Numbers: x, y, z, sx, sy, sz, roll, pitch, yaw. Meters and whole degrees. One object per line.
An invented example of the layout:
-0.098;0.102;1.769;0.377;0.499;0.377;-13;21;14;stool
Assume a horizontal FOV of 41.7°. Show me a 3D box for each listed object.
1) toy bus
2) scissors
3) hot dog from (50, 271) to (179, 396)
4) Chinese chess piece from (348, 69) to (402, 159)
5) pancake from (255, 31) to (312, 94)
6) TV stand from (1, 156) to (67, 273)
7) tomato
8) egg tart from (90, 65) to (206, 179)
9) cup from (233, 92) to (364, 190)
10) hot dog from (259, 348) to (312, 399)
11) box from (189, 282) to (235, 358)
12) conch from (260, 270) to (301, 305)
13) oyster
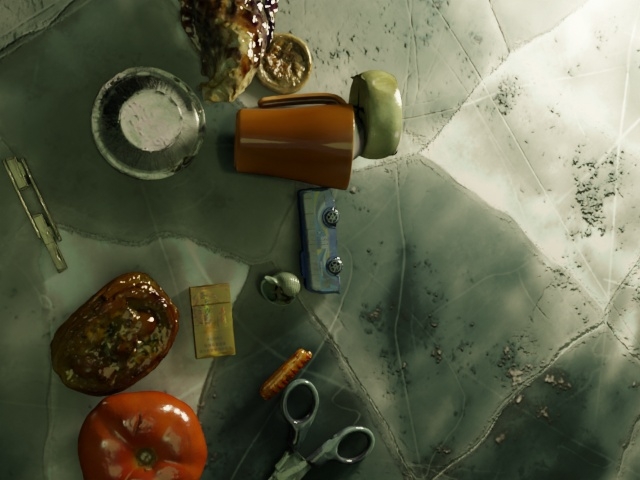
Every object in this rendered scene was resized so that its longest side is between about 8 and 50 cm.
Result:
-0.002;0.000;1.829;0.094;0.079;0.236;-4;95;0;toy bus
-0.069;0.520;1.864;0.256;0.029;0.383;39;81;-15;scissors
-0.418;0.194;1.698;0.272;0.122;0.196;-41;110;-11;hot dog
0.113;-0.265;1.780;0.083;0.188;0.188;-3;95;-13;Chinese chess piece
-0.081;-0.382;1.804;0.140;0.022;0.139;-1;93;-17;pancake
-0.563;-0.052;1.682;0.042;0.036;0.249;-25;100;-15;TV stand
-0.359;0.416;1.697;0.260;0.180;0.259;-1;93;-18;tomato
-0.347;-0.239;1.703;0.234;0.094;0.234;-1;92;-14;egg tart
-0.045;-0.219;1.759;0.264;0.182;0.226;3;57;-5;cup
-0.075;0.291;1.833;0.144;0.062;0.038;-44;82;-11;hot dog
-0.231;0.172;1.798;0.089;0.022;0.156;-4;95;-16;box
-0.084;0.100;1.820;0.085;0.056;0.076;23;107;3;conch
-0.185;-0.445;1.733;0.275;0.100;0.271;-36;87;-6;oyster
